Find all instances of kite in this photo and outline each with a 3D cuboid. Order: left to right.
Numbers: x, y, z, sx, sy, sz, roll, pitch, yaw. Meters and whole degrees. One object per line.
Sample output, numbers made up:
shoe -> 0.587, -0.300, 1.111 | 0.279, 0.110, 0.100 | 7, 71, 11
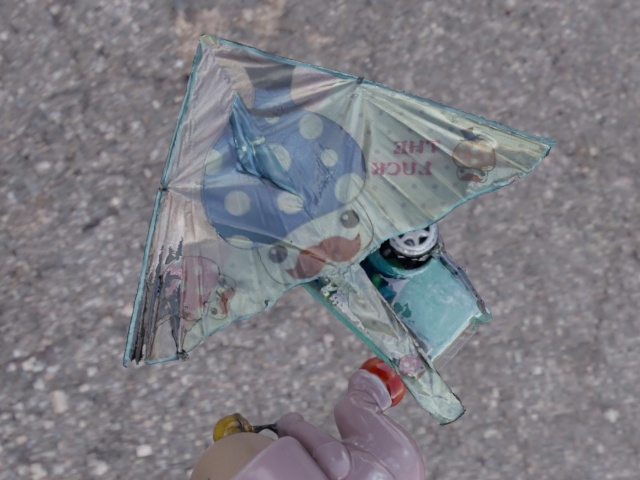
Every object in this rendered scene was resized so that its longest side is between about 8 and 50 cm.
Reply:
kite -> 0.000, 0.000, 0.892 | 0.314, 0.335, 0.011 | 58, 14, -12

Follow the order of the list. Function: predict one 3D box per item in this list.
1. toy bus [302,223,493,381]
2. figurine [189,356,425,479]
toy bus -> 0.010, -0.012, 0.976 | 0.262, 0.091, 0.109 | 42, 94, 15
figurine -> -0.011, 0.210, 1.002 | 0.287, 0.186, 0.176 | -31, 137, -42
